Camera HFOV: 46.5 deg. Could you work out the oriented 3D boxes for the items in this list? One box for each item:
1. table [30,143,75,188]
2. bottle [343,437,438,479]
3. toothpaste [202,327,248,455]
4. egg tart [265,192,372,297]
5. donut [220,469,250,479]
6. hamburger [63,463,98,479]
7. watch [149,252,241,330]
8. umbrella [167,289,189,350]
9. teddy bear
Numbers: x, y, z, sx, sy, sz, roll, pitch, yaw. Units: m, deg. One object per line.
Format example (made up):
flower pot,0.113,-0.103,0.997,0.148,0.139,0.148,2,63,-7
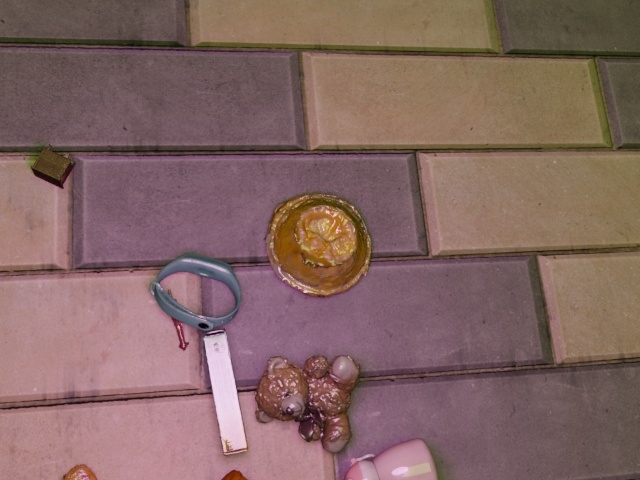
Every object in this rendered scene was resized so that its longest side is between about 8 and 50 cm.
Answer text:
table,-0.710,-0.200,1.988,0.083,0.070,0.082,24,71,-2
bottle,0.169,0.602,1.887,0.236,0.147,0.148,-14,77,-7
toothpaste,-0.245,0.384,1.896,0.071,0.089,0.313,-11,76,-7
egg tart,0.000,0.000,2.044,0.314,0.120,0.315,3,72,-11
donut,-0.227,0.663,1.740,0.118,0.253,0.254,24,70,-15
hamburger,-0.578,0.584,1.792,0.076,0.044,0.083,-40,87,-18
watch,-0.323,0.131,1.946,0.237,0.068,0.195,18,54,-7
umbrella,-0.377,0.209,1.956,0.027,0.025,0.165,-9,77,-33
teddy bear,-0.041,0.393,1.900,0.256,0.156,0.267,7,102,-13
